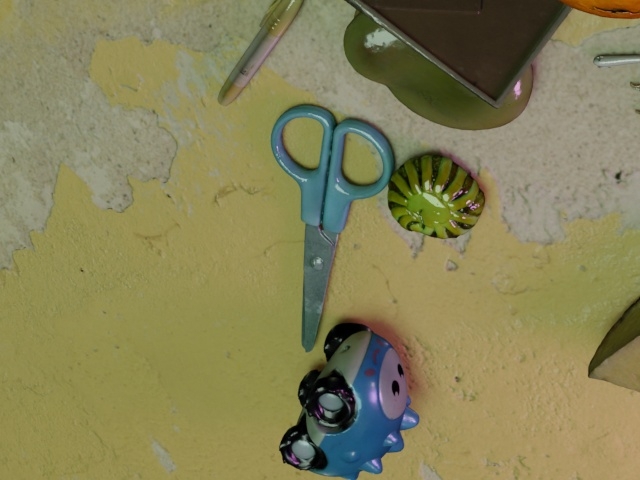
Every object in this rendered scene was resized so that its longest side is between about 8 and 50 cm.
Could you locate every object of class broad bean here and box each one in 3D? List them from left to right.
[{"bbox_3d":[0.163,-0.250,1.817,0.263,0.121,0.189,28,125,-13],"label":"broad bean"}]

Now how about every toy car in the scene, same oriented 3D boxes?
[{"bbox_3d":[0.057,0.268,2.152,0.190,0.188,0.255,24,126,-1],"label":"toy car"}]

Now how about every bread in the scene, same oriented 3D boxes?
[{"bbox_3d":[0.163,-0.058,1.959,0.139,0.071,0.130,34,125,1],"label":"bread"}]

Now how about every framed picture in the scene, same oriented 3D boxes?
[{"bbox_3d":[0.175,-0.312,1.731,0.260,0.189,0.023,36,172,-1],"label":"framed picture"}]

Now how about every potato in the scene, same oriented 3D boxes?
[{"bbox_3d":[0.556,0.170,1.897,0.255,0.112,0.269,40,132,-8],"label":"potato"}]

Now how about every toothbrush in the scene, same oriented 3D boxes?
[{"bbox_3d":[0.450,-0.229,1.740,0.204,0.017,0.022,1,132,24],"label":"toothbrush"}]

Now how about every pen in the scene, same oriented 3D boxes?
[{"bbox_3d":[-0.092,-0.276,1.960,0.040,0.032,0.233,55,131,15],"label":"pen"}]

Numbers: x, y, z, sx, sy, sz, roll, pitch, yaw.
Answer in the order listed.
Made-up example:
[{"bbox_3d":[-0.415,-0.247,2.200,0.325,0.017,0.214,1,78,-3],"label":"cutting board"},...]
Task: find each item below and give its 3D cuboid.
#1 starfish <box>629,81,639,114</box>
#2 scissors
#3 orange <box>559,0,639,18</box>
[{"bbox_3d":[0.446,-0.186,1.771,0.086,0.016,0.092,38,136,-8],"label":"starfish"},{"bbox_3d":[0.000,0.000,2.098,0.192,0.029,0.447,18,127,15],"label":"scissors"},{"bbox_3d":[0.347,-0.392,1.545,0.283,0.226,0.284,13,130,16],"label":"orange"}]
